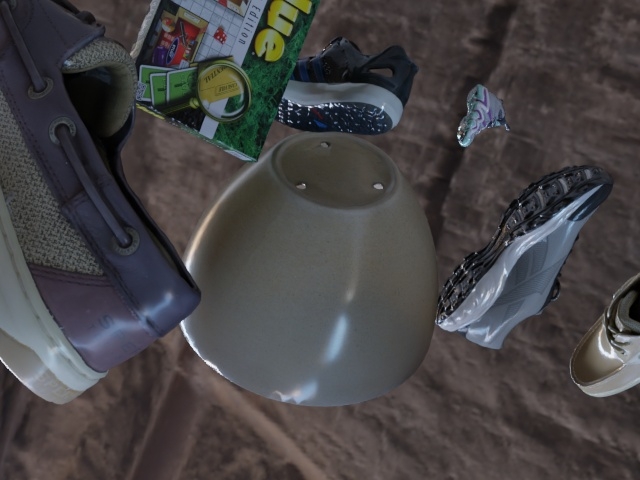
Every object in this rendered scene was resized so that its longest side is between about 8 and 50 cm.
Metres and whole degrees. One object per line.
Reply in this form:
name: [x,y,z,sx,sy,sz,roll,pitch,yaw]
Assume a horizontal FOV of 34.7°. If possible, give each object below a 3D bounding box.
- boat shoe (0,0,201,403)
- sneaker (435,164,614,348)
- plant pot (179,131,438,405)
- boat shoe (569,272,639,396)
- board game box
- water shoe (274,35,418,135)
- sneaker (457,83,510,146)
boat shoe: [-0.130,-0.065,0.483,0.103,0.092,0.285,67,180,-62]
sneaker: [0.254,0.020,1.223,0.108,0.271,0.100,33,-156,-14]
plant pot: [0.000,0.000,1.055,0.284,0.190,0.284,8,-141,-7]
boat shoe: [0.414,0.101,1.334,0.098,0.302,0.109,5,-130,-33]
board game box: [-0.066,-0.211,0.864,0.136,0.259,0.030,25,172,-34]
water shoe: [0.009,-0.148,0.961,0.203,0.080,0.073,17,160,42]
sneaker: [0.232,-0.163,1.420,0.069,0.098,0.038,26,159,-16]
